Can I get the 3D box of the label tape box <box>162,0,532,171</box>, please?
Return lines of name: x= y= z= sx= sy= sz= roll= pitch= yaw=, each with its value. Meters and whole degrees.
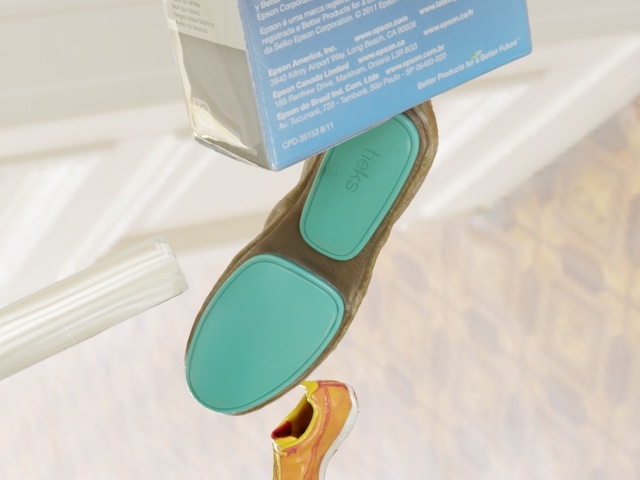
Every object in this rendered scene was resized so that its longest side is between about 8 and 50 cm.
label tape box: x=0.004 y=-0.256 z=1.242 sx=0.115 sy=0.249 sz=0.347 roll=21 pitch=130 yaw=51

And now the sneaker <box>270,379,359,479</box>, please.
sneaker: x=-0.024 y=0.200 z=1.642 sx=0.064 sy=0.067 sz=0.175 roll=52 pitch=127 yaw=59

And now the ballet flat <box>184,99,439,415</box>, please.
ballet flat: x=0.000 y=0.000 z=1.483 sx=0.116 sy=0.124 sz=0.342 roll=31 pitch=117 yaw=4

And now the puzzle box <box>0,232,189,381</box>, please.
puzzle box: x=-0.284 y=0.092 z=1.492 sx=0.052 sy=0.272 sz=0.409 roll=64 pitch=161 yaw=-2
